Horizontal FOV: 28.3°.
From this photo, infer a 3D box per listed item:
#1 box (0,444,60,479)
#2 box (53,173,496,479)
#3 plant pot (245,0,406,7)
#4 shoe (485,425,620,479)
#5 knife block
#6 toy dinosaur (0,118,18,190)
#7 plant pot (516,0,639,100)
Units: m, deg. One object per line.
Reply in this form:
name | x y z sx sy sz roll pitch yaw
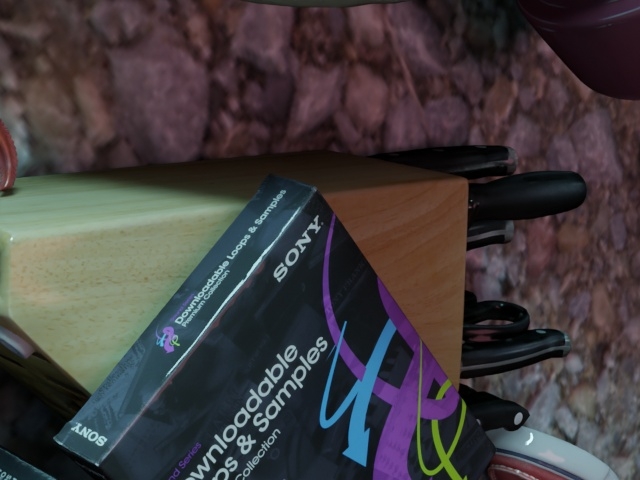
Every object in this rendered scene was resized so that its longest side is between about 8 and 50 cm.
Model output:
box | -0.122 0.208 0.383 0.261 0.184 0.103 -53 130 -21
box | -0.005 0.072 0.448 0.116 0.029 0.162 -53 130 -20
plant pot | 0.019 -0.271 0.350 0.280 0.323 0.323 -56 135 -43
shoe | 0.131 0.167 0.704 0.178 0.064 0.081 44 65 -46
knife block | 0.000 0.000 0.519 0.242 0.088 0.275 -55 131 -20
toy dinosaur | -0.122 -0.069 0.394 0.047 0.090 0.082 -48 174 -12
plant pot | 0.139 -0.192 0.548 0.180 0.201 0.201 42 70 -24
